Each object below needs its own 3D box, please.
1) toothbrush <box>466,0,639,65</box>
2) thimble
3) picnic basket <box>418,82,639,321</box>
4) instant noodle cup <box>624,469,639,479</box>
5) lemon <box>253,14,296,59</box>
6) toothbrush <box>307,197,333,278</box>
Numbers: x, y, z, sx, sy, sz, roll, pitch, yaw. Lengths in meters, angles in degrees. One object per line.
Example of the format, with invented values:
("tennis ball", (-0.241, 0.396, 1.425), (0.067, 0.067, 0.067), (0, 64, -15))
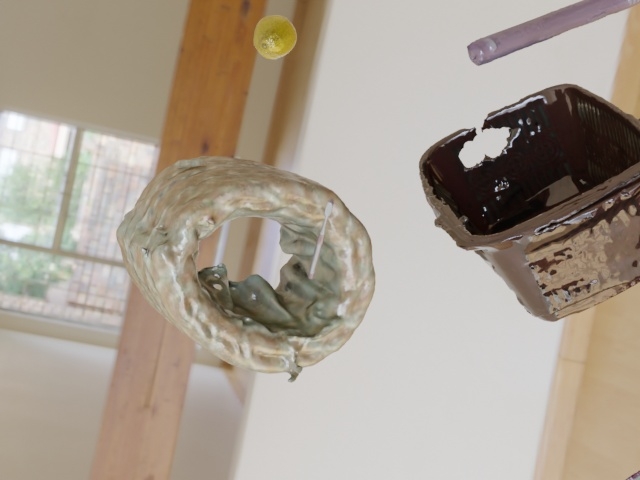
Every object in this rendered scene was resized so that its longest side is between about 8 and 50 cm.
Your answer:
("toothbrush", (0.284, -0.232, 0.902), (0.024, 0.354, 0.029), (61, 157, 13))
("thimble", (-0.067, 0.018, 0.934), (0.196, 0.229, 0.148), (-55, 31, -7))
("picnic basket", (0.228, -0.035, 0.956), (0.129, 0.222, 0.297), (62, -175, -22))
("instant noodle cup", (0.265, 0.291, 0.596), (0.190, 0.251, 0.251), (33, 113, 54))
("lemon", (-0.068, -0.306, 1.423), (0.092, 0.065, 0.065), (-65, -6, -60))
("toothbrush", (0.000, 0.000, 0.850), (0.008, 0.006, 0.097), (-67, -5, -47))
